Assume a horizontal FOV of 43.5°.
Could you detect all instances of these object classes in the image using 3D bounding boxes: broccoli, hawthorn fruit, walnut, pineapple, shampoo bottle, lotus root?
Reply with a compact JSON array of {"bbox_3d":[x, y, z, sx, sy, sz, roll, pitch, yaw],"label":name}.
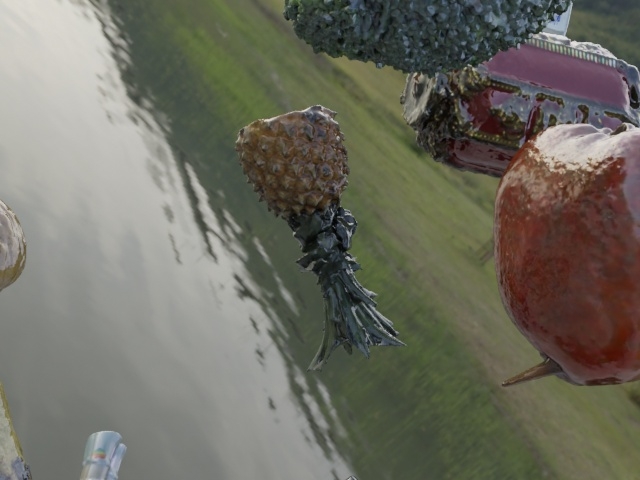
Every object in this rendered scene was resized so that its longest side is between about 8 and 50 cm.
[{"bbox_3d":[0.085,-0.203,0.547,0.226,0.176,0.198,15,3,37],"label":"broccoli"},{"bbox_3d":[0.246,0.029,0.719,0.210,0.263,0.210,19,12,-4],"label":"hawthorn fruit"},{"bbox_3d":[-0.654,0.014,1.502,0.213,0.213,0.213,44,11,-11],"label":"walnut"},{"bbox_3d":[0.000,0.000,0.845,0.130,0.119,0.278,0,-70,67],"label":"pineapple"},{"bbox_3d":[0.331,-0.346,1.236,0.099,0.072,0.043,13,-18,7],"label":"shampoo bottle"},{"bbox_3d":[-0.474,0.272,1.123,0.110,0.097,0.259,-172,-111,-72],"label":"lotus root"}]

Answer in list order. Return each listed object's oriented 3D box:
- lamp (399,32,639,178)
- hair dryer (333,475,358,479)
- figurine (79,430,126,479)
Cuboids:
[{"bbox_3d":[0.234,-0.153,0.924,0.273,0.177,0.177,9,22,-13],"label":"lamp"},{"bbox_3d":[0.115,0.259,0.616,0.116,0.244,0.302,-11,37,-44],"label":"hair dryer"},{"bbox_3d":[-0.366,0.511,1.295,0.382,0.205,0.225,-103,-170,-53],"label":"figurine"}]
